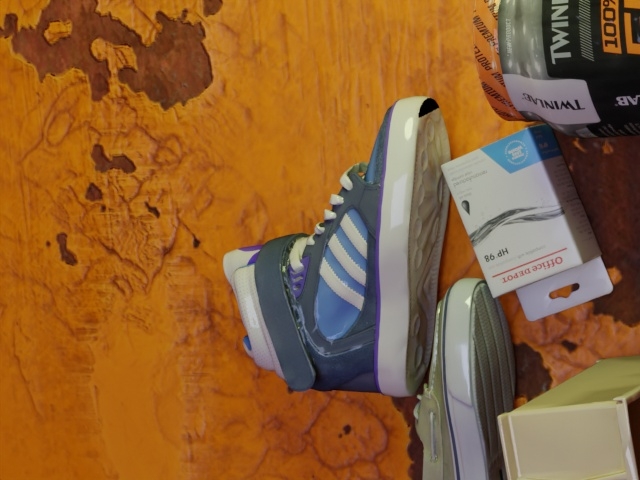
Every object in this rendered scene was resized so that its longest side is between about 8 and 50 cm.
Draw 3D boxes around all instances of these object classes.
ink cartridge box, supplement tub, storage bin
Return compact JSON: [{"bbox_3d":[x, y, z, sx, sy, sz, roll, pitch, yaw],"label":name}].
[{"bbox_3d":[0.205,-0.013,1.597,0.104,0.060,0.180,-24,86,29],"label":"ink cartridge box"},{"bbox_3d":[0.308,-0.191,1.439,0.316,0.193,0.193,-3,96,29],"label":"supplement tub"},{"bbox_3d":[0.286,0.247,1.478,0.123,0.262,0.260,-8,94,30],"label":"storage bin"}]

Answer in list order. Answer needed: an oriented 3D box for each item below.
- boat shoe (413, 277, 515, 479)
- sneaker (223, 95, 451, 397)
[{"bbox_3d":[0.139,0.187,1.639,0.094,0.109,0.302,1,101,30],"label":"boat shoe"},{"bbox_3d":[0.000,0.000,1.670,0.236,0.130,0.322,10,108,23],"label":"sneaker"}]
